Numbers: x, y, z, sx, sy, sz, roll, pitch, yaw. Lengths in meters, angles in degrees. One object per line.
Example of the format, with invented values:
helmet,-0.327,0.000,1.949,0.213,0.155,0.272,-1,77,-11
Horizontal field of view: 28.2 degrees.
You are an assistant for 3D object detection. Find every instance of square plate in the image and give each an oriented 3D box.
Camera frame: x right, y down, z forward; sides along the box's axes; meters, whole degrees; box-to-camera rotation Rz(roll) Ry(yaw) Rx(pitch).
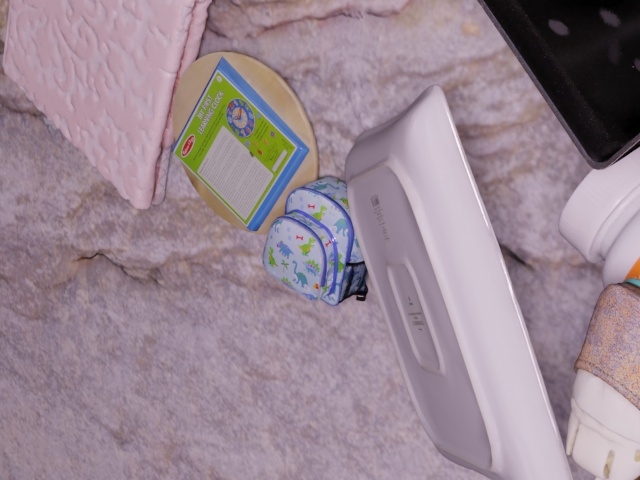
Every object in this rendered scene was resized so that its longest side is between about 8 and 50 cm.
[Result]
square plate,0.100,0.058,1.104,0.347,0.049,0.344,164,87,-81

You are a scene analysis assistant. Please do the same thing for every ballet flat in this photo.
ballet flat,0.239,0.146,0.946,0.107,0.106,0.316,38,168,38

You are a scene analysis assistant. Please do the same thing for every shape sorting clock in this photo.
shape sorting clock,-0.082,-0.105,1.375,0.206,0.040,0.206,20,126,30

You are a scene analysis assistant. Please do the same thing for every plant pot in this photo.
plant pot,0.243,-0.189,0.875,0.188,0.167,0.187,58,138,13

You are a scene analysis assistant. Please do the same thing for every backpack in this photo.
backpack,0.000,0.000,1.293,0.105,0.084,0.114,31,123,31

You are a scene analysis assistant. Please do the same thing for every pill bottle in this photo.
pill bottle,0.290,0.030,0.949,0.221,0.121,0.121,46,135,25

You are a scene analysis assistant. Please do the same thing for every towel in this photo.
towel,-0.262,-0.247,1.511,0.332,0.053,0.317,44,135,28
